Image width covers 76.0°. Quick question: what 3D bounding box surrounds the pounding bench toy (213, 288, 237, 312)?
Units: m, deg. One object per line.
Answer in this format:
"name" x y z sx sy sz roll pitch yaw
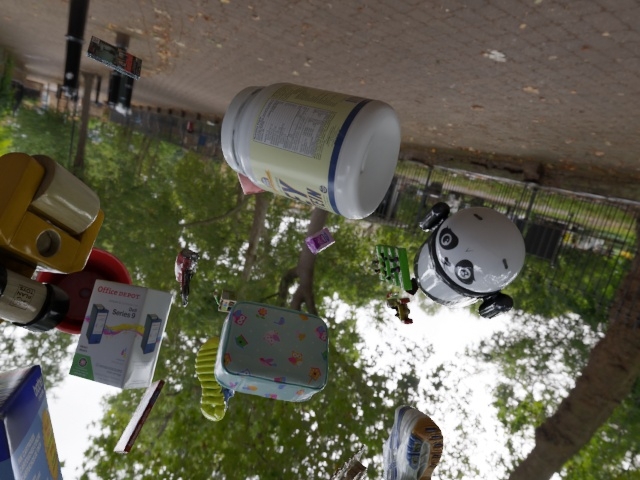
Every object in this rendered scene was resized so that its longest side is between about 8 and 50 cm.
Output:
"pounding bench toy" -0.339 0.212 1.431 0.083 0.065 0.052 13 -149 -18

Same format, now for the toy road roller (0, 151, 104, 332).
"toy road roller" -0.606 0.004 0.773 0.240 0.329 0.202 7 157 13

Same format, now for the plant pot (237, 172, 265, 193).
"plant pot" -0.141 -0.328 1.339 0.267 0.236 0.267 0 -145 44

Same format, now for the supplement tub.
"supplement tub" -0.021 -0.198 0.865 0.325 0.235 0.235 21 -167 26

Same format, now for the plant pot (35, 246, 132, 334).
"plant pot" -0.782 0.172 1.360 0.275 0.275 0.243 8 166 -29

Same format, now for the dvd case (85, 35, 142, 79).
"dvd case" -0.501 -0.447 1.002 0.119 0.013 0.087 19 -139 -36

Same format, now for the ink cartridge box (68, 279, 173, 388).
"ink cartridge box" -0.436 0.202 0.904 0.154 0.212 0.093 7 166 20

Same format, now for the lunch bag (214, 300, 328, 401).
"lunch bag" -0.113 0.273 1.035 0.279 0.108 0.224 17 -134 -18

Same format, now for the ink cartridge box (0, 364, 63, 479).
"ink cartridge box" -0.443 0.336 0.534 0.151 0.395 0.270 -13 -177 -27

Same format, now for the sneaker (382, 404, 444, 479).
"sneaker" 0.193 0.530 0.941 0.112 0.296 0.131 18 180 -18

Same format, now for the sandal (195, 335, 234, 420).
"sandal" -0.400 0.521 1.591 0.126 0.317 0.138 4 -172 16

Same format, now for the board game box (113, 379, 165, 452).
"board game box" -0.736 0.715 1.673 0.027 0.281 0.145 36 138 -20

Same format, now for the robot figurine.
"robot figurine" 0.290 0.043 0.841 0.209 0.174 0.278 22 161 3

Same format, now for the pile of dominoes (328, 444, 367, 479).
"pile of dominoes" 0.077 0.813 1.351 0.040 0.196 0.251 24 -164 31

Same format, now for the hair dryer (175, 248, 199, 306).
"hair dryer" -0.570 0.144 1.691 0.080 0.224 0.293 16 174 -20

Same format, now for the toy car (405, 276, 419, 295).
"toy car" 0.321 0.153 1.251 0.122 0.060 0.040 10 153 13

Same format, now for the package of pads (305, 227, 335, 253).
"package of pads" 0.000 0.000 1.162 0.083 0.032 0.050 -30 -95 -46

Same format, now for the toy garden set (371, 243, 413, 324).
"toy garden set" 0.195 0.118 1.161 0.049 0.204 0.244 -10 -178 -7
